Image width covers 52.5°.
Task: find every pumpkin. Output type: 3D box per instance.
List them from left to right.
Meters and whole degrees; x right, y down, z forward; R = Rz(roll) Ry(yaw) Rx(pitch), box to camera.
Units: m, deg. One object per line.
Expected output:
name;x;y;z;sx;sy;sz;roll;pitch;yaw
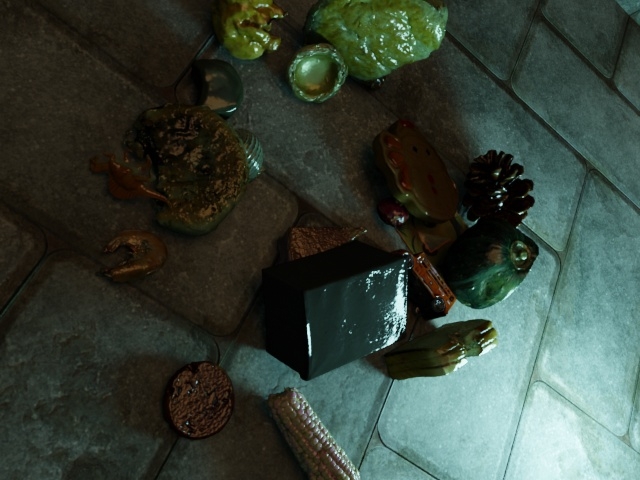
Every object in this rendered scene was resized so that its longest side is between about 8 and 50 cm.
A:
pumpkin;0.510;0.052;2.061;0.197;0.263;0.293;46;63;-13

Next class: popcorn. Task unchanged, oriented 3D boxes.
popcorn;-0.219;-0.638;1.889;0.254;0.191;0.190;37;73;-26

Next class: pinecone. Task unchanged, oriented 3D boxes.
pinecone;0.599;-0.171;2.191;0.244;0.244;0.309;-64;149;-29

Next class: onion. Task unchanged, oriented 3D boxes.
onion;0.230;-0.094;2.043;0.107;0.097;0.107;19;39;-16

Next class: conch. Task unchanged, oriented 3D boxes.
conch;-0.218;-0.238;1.818;0.153;0.102;0.135;47;72;-11

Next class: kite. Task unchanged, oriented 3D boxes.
kite;0.377;-0.020;2.158;0.328;0.013;0.377;10;71;-28

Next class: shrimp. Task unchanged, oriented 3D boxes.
shrimp;-0.472;0.041;1.613;0.188;0.051;0.132;-28;71;-39

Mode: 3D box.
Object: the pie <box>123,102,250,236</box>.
pie;-0.336;-0.194;1.702;0.297;0.078;0.371;-19;81;-14

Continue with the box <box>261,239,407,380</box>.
box;0.039;0.171;1.721;0.345;0.205;0.251;-15;113;-34

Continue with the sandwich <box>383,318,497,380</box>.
sandwich;0.364;0.316;1.901;0.273;0.249;0.095;-18;87;-34

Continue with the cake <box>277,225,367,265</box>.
cake;0.000;0.000;1.860;0.296;0.116;0.112;-15;84;-33

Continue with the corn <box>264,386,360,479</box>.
corn;-0.022;0.529;1.688;0.127;0.127;0.335;-34;90;-34

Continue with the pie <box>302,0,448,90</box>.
pie;0.157;-0.658;1.977;0.395;0.418;0.180;21;64;-25

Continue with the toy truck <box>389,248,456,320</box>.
toy truck;0.304;0.123;2.012;0.114;0.107;0.252;-42;99;-34

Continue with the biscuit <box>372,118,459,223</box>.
biscuit;0.312;-0.232;2.104;0.359;0.074;0.380;7;62;-46

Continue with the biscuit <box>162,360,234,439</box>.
biscuit;-0.297;0.393;1.602;0.192;0.049;0.191;5;79;-28

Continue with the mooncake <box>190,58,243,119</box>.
mooncake;-0.305;-0.417;1.816;0.168;0.104;0.175;36;62;-21

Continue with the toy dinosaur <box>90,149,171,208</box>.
toy dinosaur;-0.478;-0.147;1.616;0.142;0.057;0.212;-28;81;2

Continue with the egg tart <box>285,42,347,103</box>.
egg tart;-0.019;-0.521;1.995;0.197;0.197;0.078;9;29;-29
